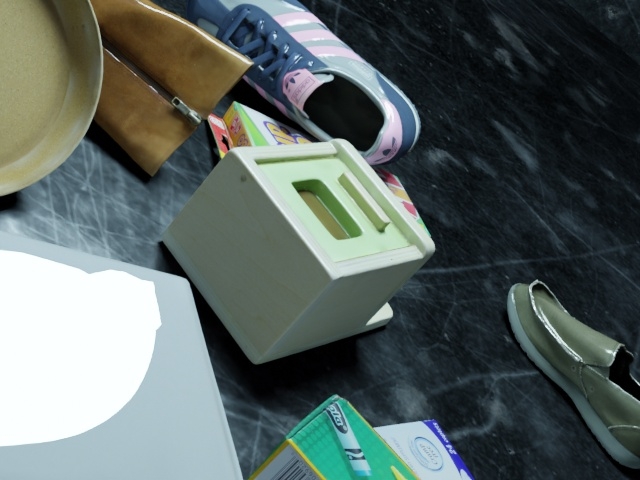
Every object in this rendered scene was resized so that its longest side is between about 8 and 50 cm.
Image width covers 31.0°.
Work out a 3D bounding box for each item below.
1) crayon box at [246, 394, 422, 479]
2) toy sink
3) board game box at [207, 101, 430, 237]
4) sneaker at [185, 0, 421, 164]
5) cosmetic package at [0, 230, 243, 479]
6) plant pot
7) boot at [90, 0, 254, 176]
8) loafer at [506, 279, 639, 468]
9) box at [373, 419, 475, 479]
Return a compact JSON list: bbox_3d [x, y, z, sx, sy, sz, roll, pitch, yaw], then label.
[{"bbox_3d":[0.041,0.259,0.733,0.278,0.165,0.081,47,29,9],"label":"crayon box"},{"bbox_3d":[0.000,0.000,1.077,0.153,0.131,0.234,52,30,19],"label":"toy sink"},{"bbox_3d":[-0.002,-0.072,1.266,0.259,0.039,0.124,19,28,-30],"label":"board game box"},{"bbox_3d":[-0.028,-0.197,1.299,0.319,0.112,0.131,34,17,5],"label":"sneaker"},{"bbox_3d":[-0.285,0.095,0.499,0.453,0.230,0.161,16,38,-37],"label":"cosmetic package"},{"bbox_3d":[-0.287,-0.150,0.915,0.236,0.032,0.236,1,88,-38],"label":"plant pot"},{"bbox_3d":[-0.180,-0.242,1.071,0.280,0.264,0.096,37,-3,-5],"label":"boot"},{"bbox_3d":[0.312,0.136,1.313,0.094,0.087,0.251,-7,55,-54],"label":"loafer"},{"bbox_3d":[0.065,0.218,0.916,0.137,0.072,0.126,2,47,-49],"label":"box"}]
